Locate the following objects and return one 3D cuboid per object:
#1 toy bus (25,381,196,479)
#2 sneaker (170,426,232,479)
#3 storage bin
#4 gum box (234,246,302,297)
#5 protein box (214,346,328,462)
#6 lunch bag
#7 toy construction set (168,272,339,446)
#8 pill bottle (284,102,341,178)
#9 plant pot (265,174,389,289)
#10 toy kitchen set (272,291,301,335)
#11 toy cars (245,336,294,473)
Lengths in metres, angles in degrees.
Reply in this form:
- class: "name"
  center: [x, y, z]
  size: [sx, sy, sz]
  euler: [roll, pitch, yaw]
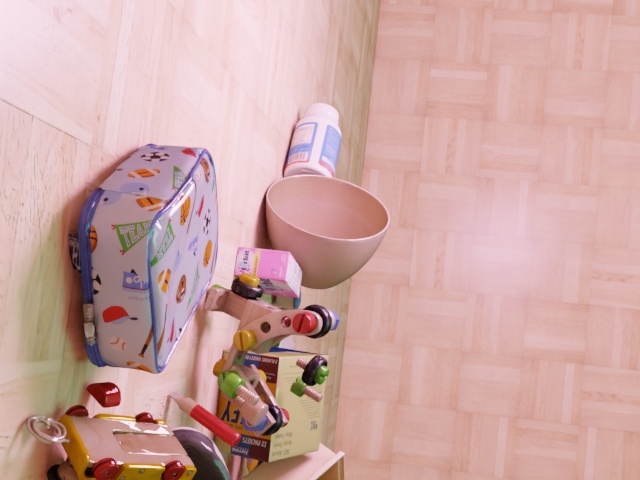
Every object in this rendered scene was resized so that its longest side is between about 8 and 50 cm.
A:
- class: "toy bus"
  center: [-0.250, 0.267, 0.996]
  size: [0.104, 0.202, 0.191]
  euler: [-55, -176, 12]
- class: "sneaker"
  center: [-0.209, 0.405, 1.295]
  size: [0.257, 0.169, 0.447]
  euler: [-102, -167, -58]
- class: "storage bin"
  center: [-0.080, 0.583, 1.819]
  size: [0.262, 0.123, 0.260]
  euler: [-33, 136, -34]
- class: "gum box"
  center: [-0.105, 0.070, 1.794]
  size: [0.188, 0.107, 0.062]
  euler: [64, 33, -73]
- class: "protein box"
  center: [-0.097, 0.326, 1.729]
  size: [0.200, 0.136, 0.201]
  euler: [11, 84, -60]
- class: "lunch bag"
  center: [-0.214, 0.022, 1.085]
  size: [0.303, 0.115, 0.243]
  euler: [-68, 164, -63]
- class: "toy construction set"
  center: [-0.143, 0.198, 1.470]
  size: [0.309, 0.237, 0.257]
  euler: [-32, 145, -51]
- class: "pill bottle"
  center: [-0.013, -0.234, 2.141]
  size: [0.124, 0.124, 0.221]
  euler: [82, 17, -55]
- class: "plant pot"
  center: [0.000, 0.000, 1.959]
  size: [0.284, 0.284, 0.191]
  euler: [-69, 173, -60]
- class: "toy kitchen set"
  center: [-0.046, 0.109, 2.146]
  size: [0.166, 0.122, 0.207]
  euler: [-70, 163, -58]
- class: "toy cars"
  center: [-0.129, 0.391, 1.916]
  size: [0.176, 0.087, 0.393]
  euler: [-14, 106, -64]
